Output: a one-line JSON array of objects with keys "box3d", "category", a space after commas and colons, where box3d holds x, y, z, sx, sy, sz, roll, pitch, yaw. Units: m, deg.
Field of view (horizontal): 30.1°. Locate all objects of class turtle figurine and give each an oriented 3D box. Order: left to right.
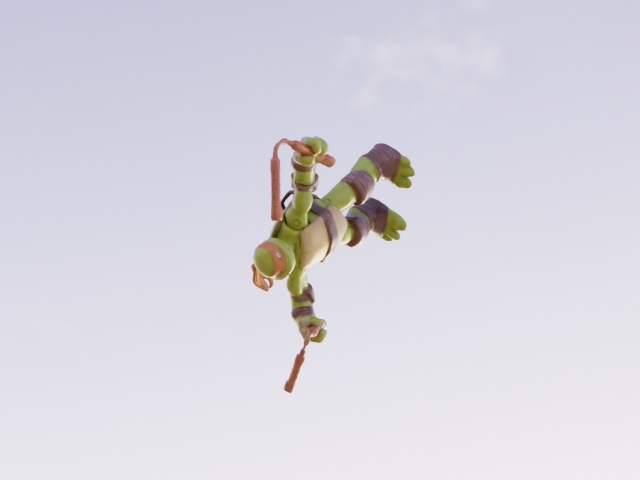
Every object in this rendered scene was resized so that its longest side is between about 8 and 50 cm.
[{"box3d": [0.000, 0.000, 1.183, 0.087, 0.217, 0.269, 17, -58, 36], "category": "turtle figurine"}]
